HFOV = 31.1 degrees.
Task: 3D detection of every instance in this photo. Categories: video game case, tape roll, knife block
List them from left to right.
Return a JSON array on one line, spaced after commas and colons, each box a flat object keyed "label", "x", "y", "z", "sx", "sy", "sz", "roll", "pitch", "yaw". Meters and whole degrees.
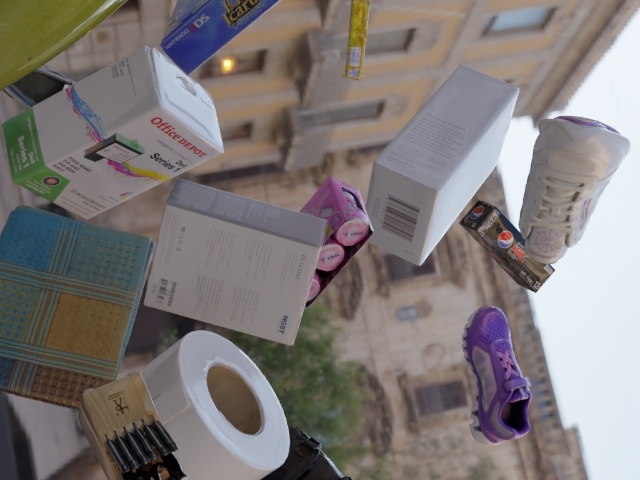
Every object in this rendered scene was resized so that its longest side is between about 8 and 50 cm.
[{"label": "knife block", "x": -0.255, "y": 0.319, "z": 1.617, "sx": 0.242, "sy": 0.088, "sz": 0.276, "roll": 66, "pitch": -20, "yaw": 12}, {"label": "tape roll", "x": -0.183, "y": 0.300, "z": 2.015, "sx": 0.286, "sy": 0.100, "sz": 0.286, "roll": 44, "pitch": 23, "yaw": -24}, {"label": "video game case", "x": -0.076, "y": -0.361, "z": 1.460, "sx": 0.061, "sy": 0.269, "sz": 0.244, "roll": 44, "pitch": 30, "yaw": -23}]

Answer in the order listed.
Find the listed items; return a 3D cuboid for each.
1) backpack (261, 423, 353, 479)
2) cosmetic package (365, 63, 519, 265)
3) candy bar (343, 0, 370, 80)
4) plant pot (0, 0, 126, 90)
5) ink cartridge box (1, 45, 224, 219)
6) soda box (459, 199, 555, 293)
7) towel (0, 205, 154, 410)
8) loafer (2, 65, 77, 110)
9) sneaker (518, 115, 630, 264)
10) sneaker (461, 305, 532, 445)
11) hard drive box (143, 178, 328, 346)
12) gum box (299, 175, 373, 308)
[{"label": "backpack", "x": -0.119, "y": 0.553, "z": 2.113, "sx": 0.290, "sy": 0.355, "sz": 0.273, "roll": 41, "pitch": -45, "yaw": 30}, {"label": "cosmetic package", "x": 0.270, "y": -0.178, "z": 2.581, "sx": 0.161, "sy": 0.453, "sz": 0.230, "roll": 26, "pitch": -45, "yaw": 17}, {"label": "candy bar", "x": 0.066, "y": -0.371, "z": 2.092, "sx": 0.018, "sy": 0.040, "sz": 0.162, "roll": -123, "pitch": -143, "yaw": -71}, {"label": "plant pot", "x": -0.416, "y": -0.315, "z": 1.462, "sx": 0.293, "sy": 0.274, "sz": 0.275, "roll": -44, "pitch": -140, "yaw": 20}, {"label": "ink cartridge box", "x": -0.322, "y": -0.163, "z": 1.810, "sx": 0.201, "sy": 0.278, "sz": 0.117, "roll": 35, "pitch": 35, "yaw": -60}, {"label": "soda box", "x": 0.303, "y": 0.010, "z": 1.865, "sx": 0.169, "sy": 0.053, "sz": 0.060, "roll": 44, "pitch": -5, "yaw": -25}, {"label": "towel", "x": -0.460, "y": 0.116, "z": 2.016, "sx": 0.040, "sy": 0.271, "sz": 0.370, "roll": 116, "pitch": -13, "yaw": -52}, {"label": "loafer", "x": -0.502, "y": -0.262, "z": 2.229, "sx": 0.112, "sy": 0.319, "sz": 0.111, "roll": -57, "pitch": -165, "yaw": 13}, {"label": "sneaker", "x": 0.312, "y": -0.056, "z": 1.442, "sx": 0.305, "sy": 0.114, "sz": 0.152, "roll": 69, "pitch": 35, "yaw": -72}, {"label": "sneaker", "x": 0.301, "y": 0.225, "z": 1.894, "sx": 0.104, "sy": 0.095, "sz": 0.237, "roll": -2, "pitch": -86, "yaw": 64}, {"label": "hard drive box", "x": -0.125, "y": 0.033, "z": 1.693, "sx": 0.089, "sy": 0.232, "sz": 0.181, "roll": -76, "pitch": -178, "yaw": -63}, {"label": "gum box", "x": 0.000, "y": 0.000, "z": 1.791, "sx": 0.188, "sy": 0.062, "sz": 0.107, "roll": -49, "pitch": -144, "yaw": 25}]
